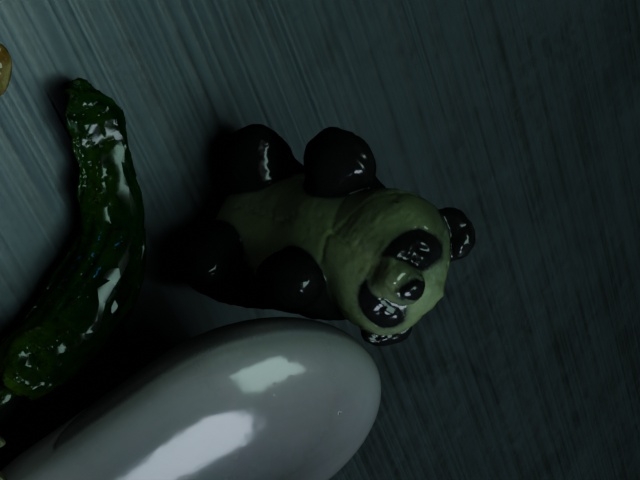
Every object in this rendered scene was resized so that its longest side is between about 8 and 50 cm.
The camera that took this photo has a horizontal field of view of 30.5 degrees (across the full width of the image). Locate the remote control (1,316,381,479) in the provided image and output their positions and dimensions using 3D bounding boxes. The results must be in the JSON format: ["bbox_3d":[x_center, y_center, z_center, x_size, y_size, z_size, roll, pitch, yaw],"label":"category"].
[{"bbox_3d":[-0.104,0.169,0.867,0.332,0.103,0.221,-34,145,12],"label":"remote control"}]

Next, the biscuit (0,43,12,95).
[{"bbox_3d":[-0.266,-0.140,0.731,0.166,0.036,0.225,1,101,-45],"label":"biscuit"}]

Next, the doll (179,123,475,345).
[{"bbox_3d":[-0.001,-0.001,0.902,0.135,0.234,0.143,34,72,-39],"label":"doll"}]

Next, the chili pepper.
[{"bbox_3d":[-0.182,0.030,0.852,0.122,0.065,0.279,22,86,-33],"label":"chili pepper"}]

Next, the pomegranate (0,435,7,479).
[{"bbox_3d":[-0.286,0.143,0.749,0.129,0.129,0.159,-58,146,-13],"label":"pomegranate"}]
